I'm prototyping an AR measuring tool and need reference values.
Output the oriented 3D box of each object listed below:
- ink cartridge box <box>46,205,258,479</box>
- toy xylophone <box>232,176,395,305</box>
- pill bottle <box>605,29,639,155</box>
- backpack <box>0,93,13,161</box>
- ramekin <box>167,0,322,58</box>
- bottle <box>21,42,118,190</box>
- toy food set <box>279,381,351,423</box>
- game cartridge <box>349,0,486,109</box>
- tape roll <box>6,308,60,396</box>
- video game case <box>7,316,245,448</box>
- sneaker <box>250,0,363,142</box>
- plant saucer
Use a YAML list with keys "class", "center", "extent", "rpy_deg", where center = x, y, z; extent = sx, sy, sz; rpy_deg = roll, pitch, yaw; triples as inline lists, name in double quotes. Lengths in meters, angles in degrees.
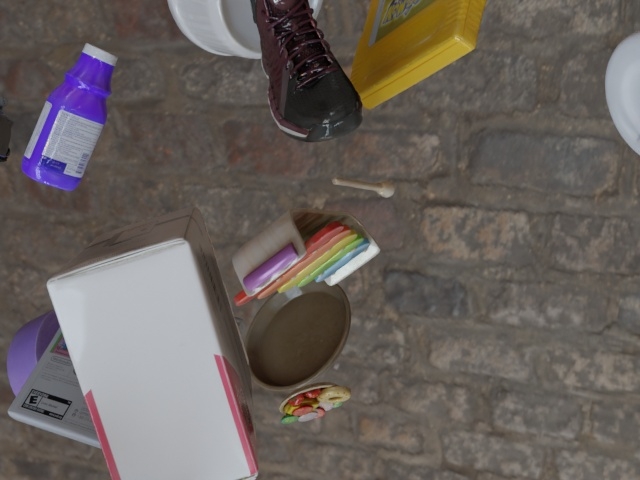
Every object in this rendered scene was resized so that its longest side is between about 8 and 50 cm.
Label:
- class: "ink cartridge box"
  center: [-0.141, 0.091, 0.811]
  extent: [0.117, 0.283, 0.207]
  rpy_deg: [-17, 99, -4]
- class: "toy xylophone"
  center: [0.000, 0.000, 1.345]
  extent: [0.236, 0.323, 0.081]
  rpy_deg: [-40, 75, 28]
- class: "pill bottle"
  center: [0.320, -0.134, 0.665]
  extent: [0.108, 0.180, 0.108]
  rpy_deg: [54, 158, 33]
- class: "backpack"
  center: [-0.414, -0.142, 0.991]
  extent: [0.114, 0.105, 0.084]
  rpy_deg: [11, 90, -7]
- class: "ramekin"
  center: [-0.112, -0.430, 1.458]
  extent: [0.127, 0.273, 0.272]
  rpy_deg: [35, 138, 43]
- class: "bottle"
  center: [-0.479, -0.242, 1.703]
  extent: [0.092, 0.118, 0.282]
  rpy_deg: [30, 99, 44]
- class: "toy food set"
  center: [-0.008, 0.193, 1.043]
  extent: [0.083, 0.020, 0.082]
  rpy_deg: [-3, 147, -26]
- class: "game cartridge"
  center: [0.157, -0.377, 1.329]
  extent: [0.053, 0.323, 0.285]
  rpy_deg: [27, 155, -24]
- class: "tape roll"
  center: [-0.413, 0.204, 1.446]
  extent: [0.080, 0.189, 0.189]
  rpy_deg: [-25, 109, 33]
- class: "video game case"
  center: [-0.219, 0.148, 1.008]
  extent: [0.213, 0.193, 0.023]
  rpy_deg: [13, 146, 17]
- class: "sneaker"
  center: [-0.036, -0.243, 1.073]
  extent: [0.107, 0.281, 0.162]
  rpy_deg: [-21, 128, -7]
- class: "plant saucer"
  center: [-0.046, 0.207, 1.909]
  extent: [0.278, 0.277, 0.041]
  rpy_deg: [-14, 139, 31]
